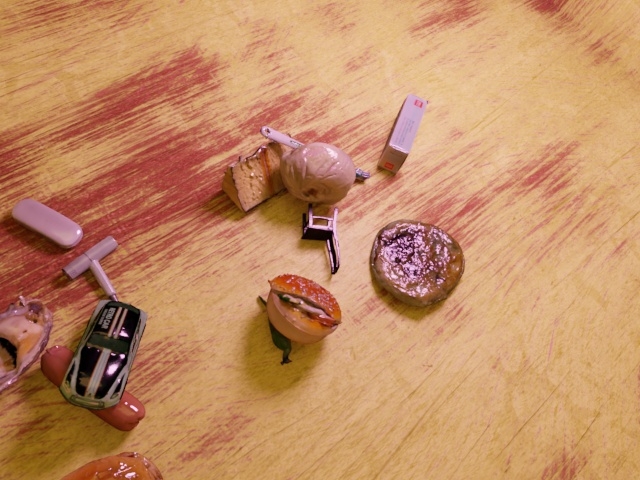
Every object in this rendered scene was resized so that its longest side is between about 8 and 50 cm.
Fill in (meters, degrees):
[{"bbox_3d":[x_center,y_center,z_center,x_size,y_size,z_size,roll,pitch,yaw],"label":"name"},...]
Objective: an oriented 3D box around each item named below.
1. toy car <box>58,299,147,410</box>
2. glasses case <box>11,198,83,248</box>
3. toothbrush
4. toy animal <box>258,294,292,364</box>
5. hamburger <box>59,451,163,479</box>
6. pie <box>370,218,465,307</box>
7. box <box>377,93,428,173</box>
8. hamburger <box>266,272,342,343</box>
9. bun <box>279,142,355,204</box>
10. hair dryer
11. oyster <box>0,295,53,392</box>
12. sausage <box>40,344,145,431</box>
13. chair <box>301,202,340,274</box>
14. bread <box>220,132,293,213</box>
[{"bbox_3d":[-0.506,0.250,1.191,0.136,0.125,0.305,21,31,-17],"label":"toy car"},{"bbox_3d":[-0.752,-0.047,1.371,0.197,0.049,0.076,28,61,1],"label":"glasses case"},{"bbox_3d":[-0.012,-0.271,1.592,0.418,0.040,0.042,19,73,-30],"label":"toothbrush"},{"bbox_3d":[-0.109,0.240,1.400,0.075,0.041,0.216,-14,64,-18],"label":"toy animal"},{"bbox_3d":[-0.453,0.583,1.071,0.245,0.163,0.244,6,61,-12],"label":"hamburger"},{"bbox_3d":[0.305,0.060,1.577,0.324,0.070,0.322,5,62,-10],"label":"pie"},{"bbox_3d":[0.290,-0.379,1.752,0.079,0.135,0.269,24,61,-2],"label":"box"},{"bbox_3d":[-0.044,0.180,1.353,0.237,0.147,0.237,30,17,-10],"label":"hamburger"},{"bbox_3d":[-0.014,-0.189,1.531,0.244,0.244,0.153,12,69,-8],"label":"bun"},{"bbox_3d":[-0.578,0.096,1.356,0.183,0.044,0.155,44,63,3],"label":"hair dryer"},{"bbox_3d":[-0.745,0.257,1.145,0.271,0.100,0.275,-2,45,-42],"label":"oyster"},{"bbox_3d":[-0.552,0.358,1.202,0.289,0.086,0.086,34,61,3],"label":"sausage"},{"bbox_3d":[0.000,0.000,1.522,0.102,0.084,0.212,7,63,-14],"label":"chair"},{"bbox_3d":[-0.186,-0.216,1.563,0.266,0.142,0.178,-36,116,-31],"label":"bread"}]
